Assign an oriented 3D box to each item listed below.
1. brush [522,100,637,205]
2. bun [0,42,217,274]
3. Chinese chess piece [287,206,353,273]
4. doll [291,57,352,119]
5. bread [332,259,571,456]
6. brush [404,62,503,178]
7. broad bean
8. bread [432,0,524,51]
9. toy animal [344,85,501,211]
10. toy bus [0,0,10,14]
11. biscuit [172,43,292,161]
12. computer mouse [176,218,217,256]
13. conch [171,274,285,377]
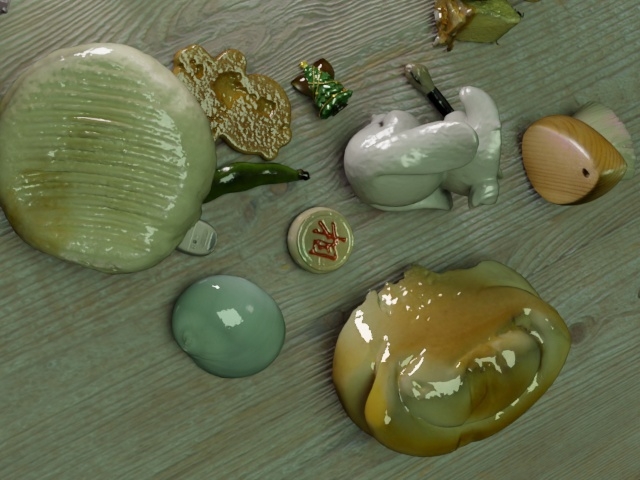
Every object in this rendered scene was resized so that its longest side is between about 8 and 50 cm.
[{"bbox_3d":[0.512,-0.157,2.077,0.166,0.267,0.174,-18,109,-17],"label":"brush"},{"bbox_3d":[-0.341,-0.133,1.764,0.365,0.219,0.365,0,97,-3],"label":"bun"},{"bbox_3d":[0.000,0.000,1.992,0.122,0.051,0.122,0,91,-21],"label":"Chinese chess piece"},{"bbox_3d":[0.004,-0.275,1.972,0.078,0.077,0.113,-39,104,-7],"label":"doll"},{"bbox_3d":[0.235,0.204,1.987,0.424,0.245,0.328,-21,99,-16],"label":"bread"},{"bbox_3d":[0.257,-0.222,2.095,0.299,0.042,0.039,48,69,-17],"label":"brush"},{"bbox_3d":[-0.156,-0.105,1.931,0.298,0.043,0.060,-14,106,-22],"label":"broad bean"},{"bbox_3d":[0.287,-0.441,2.072,0.147,0.127,0.152,-1,75,-22],"label":"bread"},{"bbox_3d":[0.175,-0.142,1.972,0.265,0.271,0.206,-4,67,-9],"label":"toy animal"},{"bbox_3d":[-0.588,-0.370,1.698,0.202,0.142,0.142,-36,104,-17],"label":"toy bus"},{"bbox_3d":[-0.156,-0.237,1.931,0.249,0.035,0.184,21,85,-22],"label":"biscuit"},{"bbox_3d":[-0.226,-0.009,1.909,0.096,0.039,0.066,20,85,-29],"label":"computer mouse"},{"bbox_3d":[-0.153,0.158,1.913,0.221,0.121,0.185,22,113,-25],"label":"conch"}]
